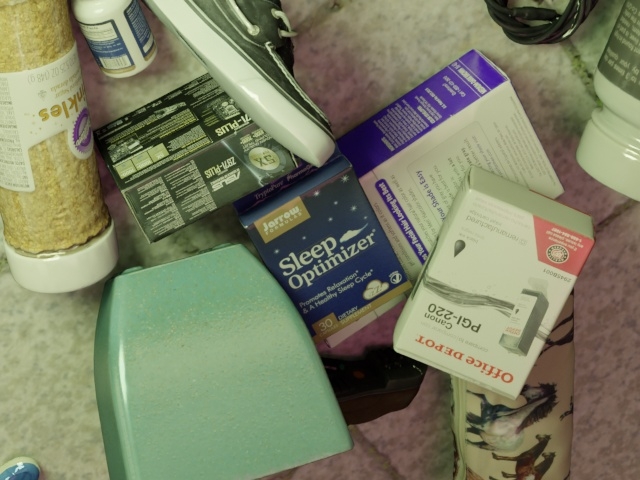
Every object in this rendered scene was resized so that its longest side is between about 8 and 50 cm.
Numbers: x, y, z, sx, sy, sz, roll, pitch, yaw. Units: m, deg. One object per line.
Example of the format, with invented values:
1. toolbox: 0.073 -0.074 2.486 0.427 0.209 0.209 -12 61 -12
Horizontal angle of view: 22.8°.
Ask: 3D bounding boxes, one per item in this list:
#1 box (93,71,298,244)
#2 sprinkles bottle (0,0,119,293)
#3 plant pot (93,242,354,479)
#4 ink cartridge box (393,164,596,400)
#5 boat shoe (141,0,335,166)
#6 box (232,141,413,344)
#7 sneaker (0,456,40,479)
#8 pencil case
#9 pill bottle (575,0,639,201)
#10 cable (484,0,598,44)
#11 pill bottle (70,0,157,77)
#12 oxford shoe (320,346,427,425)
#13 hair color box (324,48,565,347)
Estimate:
1. box: -0.137 -0.097 1.707 0.180 0.147 0.078 -28 125 -6
2. sprinkles bottle: -0.295 -0.120 1.644 0.121 0.121 0.355 -16 123 -14
3. plant pot: -0.135 0.141 1.781 0.247 0.247 0.252 -15 91 -14
4. ink cartridge box: 0.195 0.050 1.804 0.158 0.092 0.218 23 112 -2
5. boat shoe: -0.072 -0.203 1.606 0.102 0.301 0.108 -41 158 -5
6. box: 0.000 0.000 1.764 0.136 0.036 0.225 -31 123 -3
7. sneaker: -0.384 0.333 1.895 0.152 0.084 0.058 -44 125 6
8. pencil case: 0.231 0.196 2.027 0.183 0.160 0.410 -13 123 -14
9. pill bottle: 0.440 -0.227 1.838 0.204 0.204 0.361 9 114 -27
10. cable: 0.248 -0.310 1.813 0.150 0.047 0.184 -37 129 7
11. pill bottle: -0.217 -0.231 1.633 0.067 0.067 0.120 -27 136 -6
12. oxford shoe: 0.021 0.197 1.991 0.227 0.083 0.096 -1 128 -19
13. hair color box: 0.095 -0.048 1.859 0.338 0.110 0.185 -34 126 -3
